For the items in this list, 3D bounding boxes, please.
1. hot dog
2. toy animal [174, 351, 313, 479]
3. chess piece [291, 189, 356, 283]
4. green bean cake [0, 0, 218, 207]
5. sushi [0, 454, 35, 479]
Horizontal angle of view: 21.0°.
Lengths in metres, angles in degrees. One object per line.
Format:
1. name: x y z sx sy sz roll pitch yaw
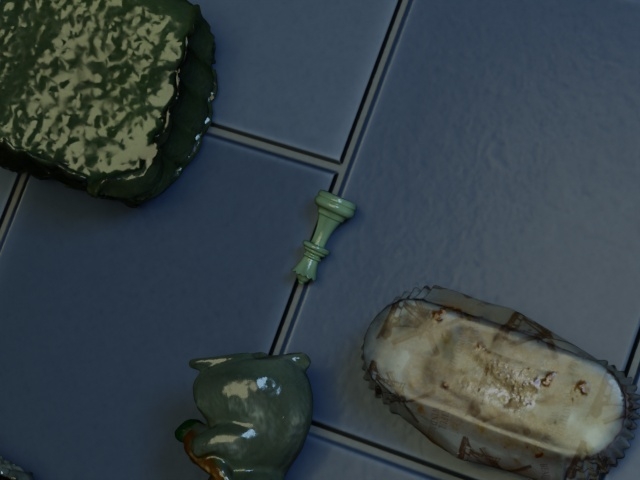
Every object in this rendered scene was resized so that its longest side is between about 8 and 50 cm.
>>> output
1. hot dog: 0.158 0.134 1.583 0.268 0.075 0.144 25 90 17
2. toy animal: -0.065 0.216 1.614 0.138 0.108 0.236 -10 75 14
3. chess piece: 0.000 0.000 1.682 0.042 0.042 0.093 23 91 21
4. green bean cake: -0.228 -0.151 1.742 0.227 0.125 0.222 15 80 18
5. sushi: -0.360 0.234 1.712 0.150 0.090 0.078 28 91 19
